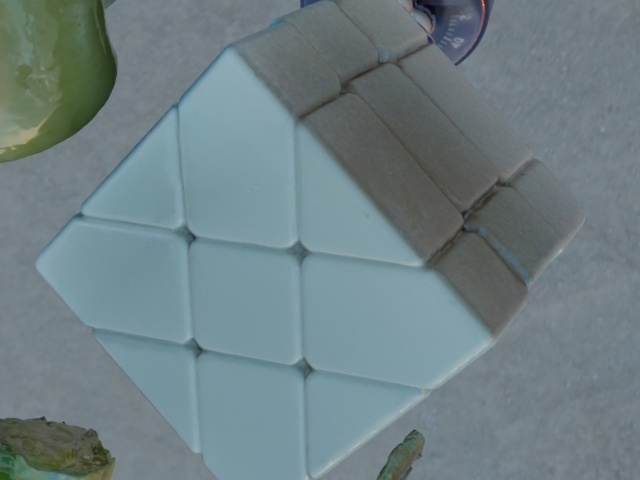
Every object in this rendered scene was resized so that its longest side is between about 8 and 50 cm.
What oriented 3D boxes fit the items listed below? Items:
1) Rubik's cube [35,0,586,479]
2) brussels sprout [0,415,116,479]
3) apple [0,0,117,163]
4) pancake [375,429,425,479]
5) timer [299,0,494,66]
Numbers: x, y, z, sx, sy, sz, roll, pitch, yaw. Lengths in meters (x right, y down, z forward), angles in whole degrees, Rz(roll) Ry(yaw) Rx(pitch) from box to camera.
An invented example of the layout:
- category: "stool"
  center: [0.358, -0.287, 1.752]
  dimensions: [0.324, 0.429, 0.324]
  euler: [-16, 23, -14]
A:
- category: "Rubik's cube"
  center: [0.000, 0.000, 1.163]
  dimensions: [0.319, 0.316, 0.322]
  euler: [48, 123, 2]
- category: "brussels sprout"
  center: [-0.297, 0.260, 1.341]
  dimensions: [0.149, 0.151, 0.122]
  euler: [36, 114, 51]
- category: "apple"
  center: [-0.317, -0.220, 1.114]
  dimensions: [0.257, 0.295, 0.233]
  euler: [-10, 121, -1]
- category: "pancake"
  center: [0.029, 0.186, 0.816]
  dimensions: [0.022, 0.116, 0.130]
  euler: [28, 139, 18]
- category: "timer"
  center: [0.084, -0.242, 1.564]
  dimensions: [0.270, 0.384, 0.270]
  euler: [5, 139, 5]
